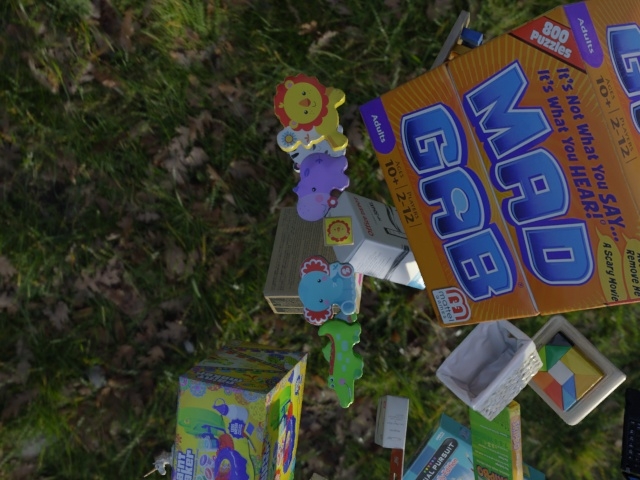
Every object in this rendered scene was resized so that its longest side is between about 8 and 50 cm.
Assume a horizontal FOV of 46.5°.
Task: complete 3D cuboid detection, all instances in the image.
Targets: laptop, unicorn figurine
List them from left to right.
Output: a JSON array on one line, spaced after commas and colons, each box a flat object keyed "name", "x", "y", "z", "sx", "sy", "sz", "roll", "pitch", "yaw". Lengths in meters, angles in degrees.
[{"name": "unicorn figurine", "x": -0.346, "y": 0.536, "z": 1.812, "sx": 0.060, "sy": 0.111, "sz": 0.162, "roll": -28, "pitch": 147, "yaw": -61}, {"name": "laptop", "x": 0.692, "y": 0.405, "z": 1.365, "sx": 0.234, "sy": 0.264, "sz": 0.136, "roll": 15, "pitch": 152, "yaw": 4}]

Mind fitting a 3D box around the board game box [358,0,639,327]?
[{"name": "board game box", "x": 0.346, "y": -0.119, "z": 1.080, "sx": 0.356, "sy": 0.356, "sz": 0.356, "roll": -24, "pitch": 94, "yaw": -39}]

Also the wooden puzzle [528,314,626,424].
[{"name": "wooden puzzle", "x": 0.650, "y": 0.350, "z": 1.991, "sx": 0.044, "sy": 0.238, "sz": 0.221, "roll": -21, "pitch": 149, "yaw": -53}]

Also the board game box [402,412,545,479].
[{"name": "board game box", "x": 0.429, "y": 0.691, "z": 2.145, "sx": 0.336, "sy": 0.079, "sz": 0.254, "roll": 30, "pitch": 115, "yaw": 4}]

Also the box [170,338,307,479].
[{"name": "box", "x": -0.159, "y": 0.382, "z": 1.489, "sx": 0.177, "sy": 0.279, "sz": 0.290, "roll": 9, "pitch": 100, "yaw": 13}]

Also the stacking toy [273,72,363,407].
[{"name": "stacking toy", "x": 0.000, "y": 0.000, "z": 0.568, "sx": 0.052, "sy": 0.167, "sz": 0.221, "roll": -5, "pitch": 90, "yaw": 2}]

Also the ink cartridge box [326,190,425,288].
[{"name": "ink cartridge box", "x": 0.124, "y": 0.000, "z": 1.469, "sx": 0.203, "sy": 0.148, "sz": 0.086, "roll": 16, "pitch": 125, "yaw": -32}]

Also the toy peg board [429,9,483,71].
[{"name": "toy peg board", "x": 0.263, "y": -0.306, "z": 1.380, "sx": 0.161, "sy": 0.079, "sz": 0.161, "roll": -61, "pitch": 164, "yaw": -8}]

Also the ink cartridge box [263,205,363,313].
[{"name": "ink cartridge box", "x": -0.003, "y": 0.038, "z": 1.601, "sx": 0.193, "sy": 0.235, "sz": 0.088, "roll": 0, "pitch": 145, "yaw": 15}]

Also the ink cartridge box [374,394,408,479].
[{"name": "ink cartridge box", "x": 0.176, "y": 0.524, "z": 1.926, "sx": 0.060, "sy": 0.275, "sz": 0.239, "roll": 7, "pitch": 77, "yaw": 1}]

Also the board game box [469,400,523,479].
[{"name": "board game box", "x": 0.352, "y": 0.413, "z": 1.496, "sx": 0.039, "sy": 0.124, "sz": 0.259, "roll": -17, "pitch": 114, "yaw": -25}]

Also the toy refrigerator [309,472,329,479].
[{"name": "toy refrigerator", "x": -0.017, "y": 0.532, "z": 1.332, "sx": 0.094, "sy": 0.269, "sz": 0.102, "roll": 28, "pitch": 101, "yaw": 2}]

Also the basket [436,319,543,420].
[{"name": "basket", "x": 0.322, "y": 0.241, "z": 1.402, "sx": 0.167, "sy": 0.113, "sz": 0.103, "roll": -47, "pitch": 132, "yaw": -3}]
